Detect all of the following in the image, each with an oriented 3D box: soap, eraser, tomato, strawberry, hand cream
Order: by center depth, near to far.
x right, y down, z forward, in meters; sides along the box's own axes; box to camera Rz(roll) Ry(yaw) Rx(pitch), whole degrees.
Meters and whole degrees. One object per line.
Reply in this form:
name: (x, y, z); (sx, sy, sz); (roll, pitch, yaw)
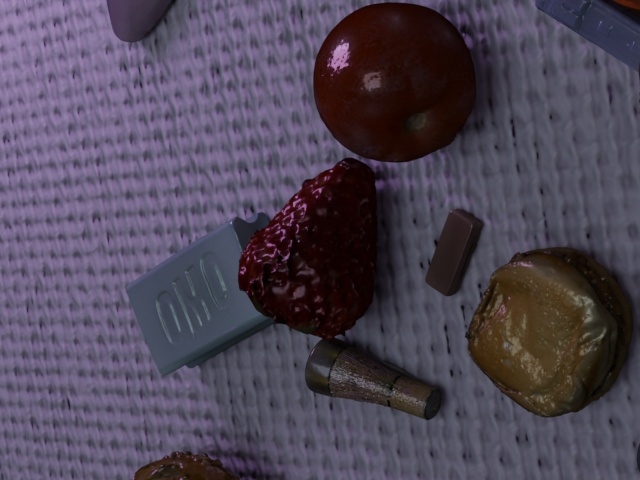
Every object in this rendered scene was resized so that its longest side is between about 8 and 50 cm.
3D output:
tomato: (0.093, -0.206, 1.801); (0.208, 0.208, 0.184); (-54, 42, 32)
strawberry: (0.000, 0.000, 1.932); (0.205, 0.205, 0.244); (29, 101, 32)
hand cream: (0.078, 0.200, 1.969); (0.203, 0.084, 0.084); (17, 108, 31)
soap: (-0.165, 0.084, 2.136); (0.265, 0.087, 0.160); (-30, 79, 39)
eraser: (-0.281, -0.423, 2.156); (0.204, 0.059, 0.243); (24, 108, 34)

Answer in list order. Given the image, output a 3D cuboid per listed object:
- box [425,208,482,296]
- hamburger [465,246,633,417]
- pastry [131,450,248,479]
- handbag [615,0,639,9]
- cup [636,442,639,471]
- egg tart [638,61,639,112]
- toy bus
box: (0.178, 0.016, 1.885); (0.048, 0.025, 0.115); (35, 118, 35)
hamburger: (0.288, 0.111, 1.758); (0.213, 0.108, 0.214); (7, 101, 39)
pastry: (-0.176, 0.460, 2.165); (0.255, 0.162, 0.311); (17, 119, 25)
handbag: (0.421, -0.471, 1.530); (0.303, 0.116, 0.410); (-13, 88, 39)
cup: (0.447, 0.269, 1.631); (0.150, 0.199, 0.199); (29, 117, 53)
egg tart: (0.459, -0.133, 1.516); (0.290, 0.115, 0.290); (25, 137, 26)
toy bus: (0.341, -0.260, 1.666); (0.190, 0.075, 0.064); (38, 127, 27)
